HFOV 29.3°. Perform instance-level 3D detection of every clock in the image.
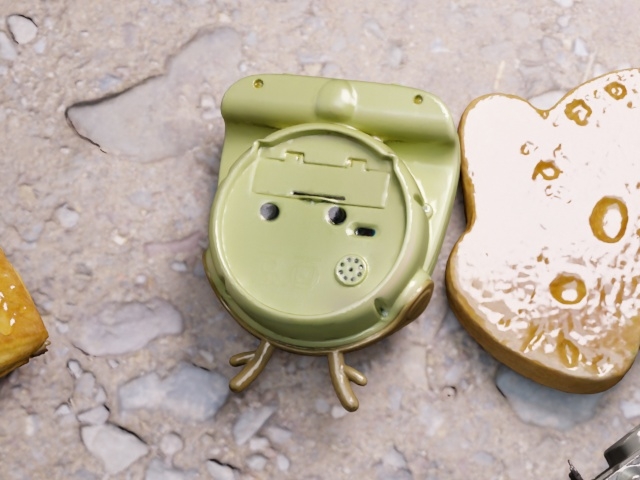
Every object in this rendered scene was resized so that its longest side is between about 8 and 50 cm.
[{"bbox_3d":[0.000,0.000,1.156,0.235,0.096,0.308,7,76,12],"label":"clock"}]

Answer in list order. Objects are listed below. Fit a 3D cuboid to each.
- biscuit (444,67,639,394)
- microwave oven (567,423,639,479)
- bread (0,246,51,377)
[{"bbox_3d":[0.251,-0.033,1.207,0.287,0.057,0.344,34,75,11],"label":"biscuit"},{"bbox_3d":[0.350,0.226,1.082,0.240,0.145,0.194,-34,78,-10],"label":"microwave oven"},{"bbox_3d":[-0.370,0.056,1.095,0.099,0.235,0.210,-42,75,24],"label":"bread"}]
